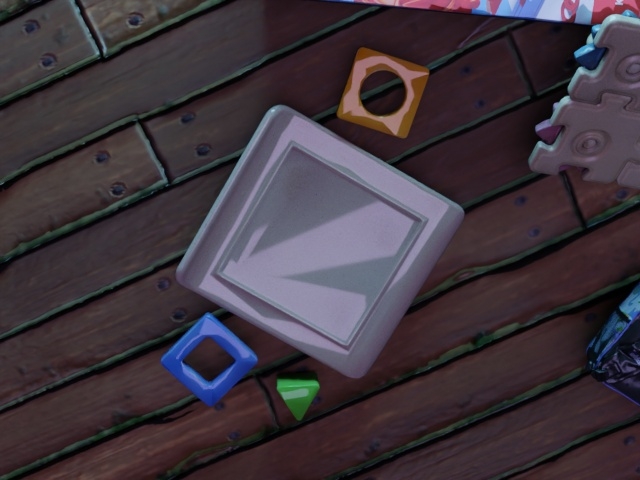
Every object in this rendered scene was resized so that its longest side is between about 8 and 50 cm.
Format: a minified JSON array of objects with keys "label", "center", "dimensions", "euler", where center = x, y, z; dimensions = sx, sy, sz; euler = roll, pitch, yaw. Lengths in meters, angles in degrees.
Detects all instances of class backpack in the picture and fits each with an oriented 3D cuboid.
[{"label":"backpack","center":[0.298,0.084,0.985],"dimensions":[0.105,0.084,0.114],"euler":[33,106,-7]}]

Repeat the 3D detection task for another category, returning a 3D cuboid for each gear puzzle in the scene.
[{"label":"gear puzzle","center":[0.351,-0.105,0.933],"dimensions":[0.339,0.044,0.175],"euler":[8,135,-13]}]

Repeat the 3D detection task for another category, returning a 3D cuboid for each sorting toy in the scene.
[{"label":"sorting toy","center":[0.000,0.000,0.988],"dimensions":[0.196,0.047,0.347],"euler":[29,101,-11]}]

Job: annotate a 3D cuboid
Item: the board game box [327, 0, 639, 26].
[{"label":"board game box","center":[0.113,-0.332,0.891],"dimensions":[0.302,0.086,0.308],"euler":[4,103,-1]}]
